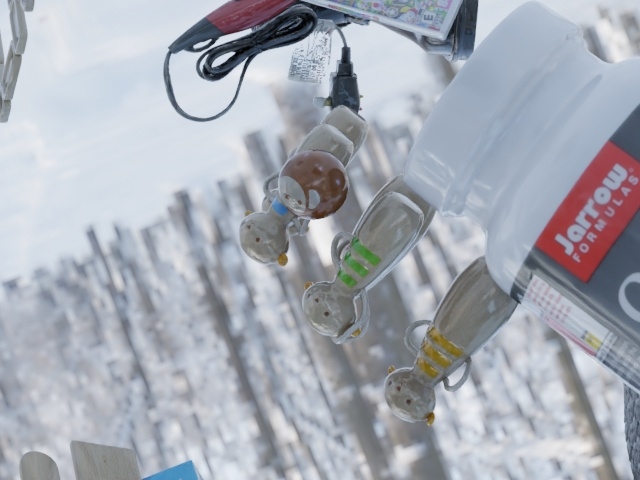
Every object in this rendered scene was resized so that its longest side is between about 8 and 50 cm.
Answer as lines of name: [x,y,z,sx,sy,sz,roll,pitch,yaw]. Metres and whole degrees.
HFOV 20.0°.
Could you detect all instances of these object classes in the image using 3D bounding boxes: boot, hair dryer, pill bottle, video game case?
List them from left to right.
hair dryer: [-0.021,-0.243,1.763,0.223,0.293,0.080,-1,-155,-30]
boot: [0.041,-0.304,2.272,0.260,0.131,0.348,-5,-158,-13]
video game case: [0.039,-0.182,1.188,0.122,0.087,0.011,17,155,15]
pill bottle: [0.252,-0.002,1.328,0.210,0.363,0.210,-50,167,-15]

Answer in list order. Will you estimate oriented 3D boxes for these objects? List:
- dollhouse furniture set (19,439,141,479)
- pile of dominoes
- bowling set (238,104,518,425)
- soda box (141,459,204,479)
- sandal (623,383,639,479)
dollhouse furniture set: [-0.233,0.249,1.445,0.144,0.123,0.151,14,130,-32]
pile of dominoes: [-0.284,-0.266,1.738,0.040,0.251,0.196,2,139,-21]
bowling set: [0.000,0.000,1.453,0.200,0.287,0.154,20,111,-47]
soda box: [-0.201,0.286,1.717,0.210,0.071,0.067,-21,144,-1]
sandal: [0.337,0.150,1.626,0.107,0.446,0.167,0,146,-4]
